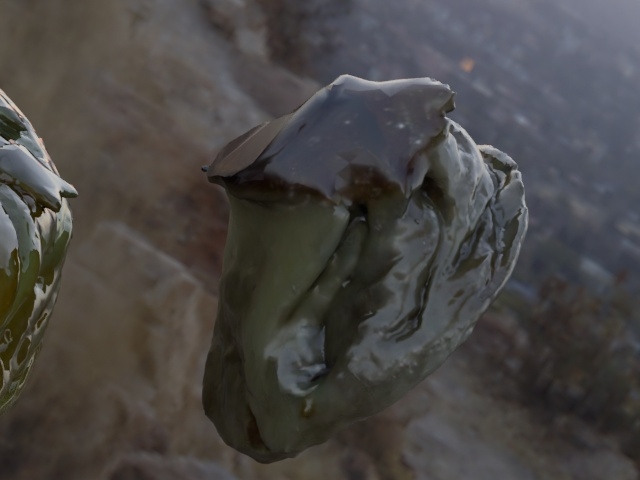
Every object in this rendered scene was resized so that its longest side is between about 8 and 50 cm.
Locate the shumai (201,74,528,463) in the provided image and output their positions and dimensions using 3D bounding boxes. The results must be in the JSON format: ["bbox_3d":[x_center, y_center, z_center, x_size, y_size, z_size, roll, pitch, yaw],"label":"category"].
[{"bbox_3d":[0.000,0.000,0.794,0.120,0.201,0.201,46,6,-22],"label":"shumai"}]

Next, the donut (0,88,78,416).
[{"bbox_3d":[-0.270,-0.026,0.753,0.360,0.170,0.360,30,16,-9],"label":"donut"}]
